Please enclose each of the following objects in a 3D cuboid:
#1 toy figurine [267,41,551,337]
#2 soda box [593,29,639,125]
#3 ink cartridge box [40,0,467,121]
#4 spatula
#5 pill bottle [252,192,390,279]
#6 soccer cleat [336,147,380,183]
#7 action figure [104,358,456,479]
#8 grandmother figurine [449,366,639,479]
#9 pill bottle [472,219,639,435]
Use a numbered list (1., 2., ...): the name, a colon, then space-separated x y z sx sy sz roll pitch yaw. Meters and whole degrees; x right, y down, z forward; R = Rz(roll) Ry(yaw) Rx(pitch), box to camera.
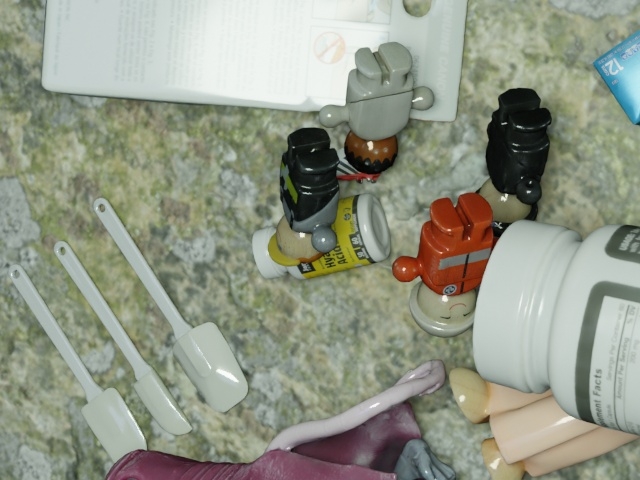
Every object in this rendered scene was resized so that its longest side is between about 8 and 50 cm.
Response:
1. toy figurine: 0.077 -0.043 1.419 0.209 0.213 0.148 21 140 14
2. soda box: 0.337 -0.180 1.405 0.210 0.071 0.067 -35 81 16
3. ink cartridge box: -0.054 -0.274 1.545 0.385 0.091 0.308 5 94 1
4. spatula: -0.191 0.089 1.623 0.168 0.019 0.242 -37 80 22
5. pill bottle: 0.000 0.000 1.529 0.116 0.065 0.065 -14 88 19
6. soccer cleat: 0.016 -0.071 1.541 0.083 0.029 0.035 1 84 15
7. action figure: -0.087 0.238 1.465 0.370 0.248 0.275 4 97 23
8. grandmother figurine: 0.293 0.110 1.421 0.342 0.104 0.208 -27 93 20
9. pill bottle: 0.275 0.076 1.298 0.283 0.161 0.161 13 96 25
